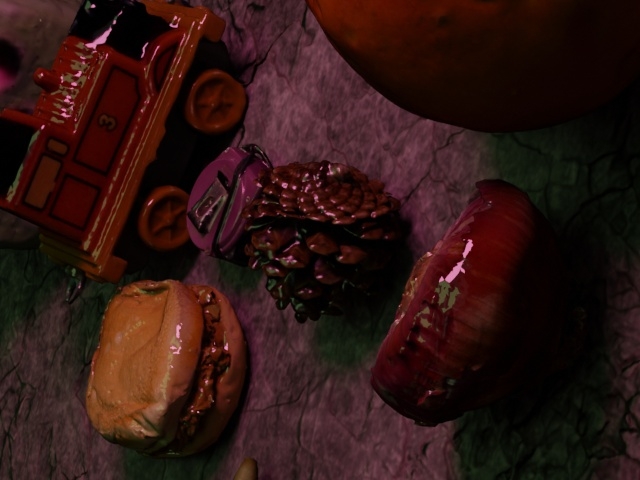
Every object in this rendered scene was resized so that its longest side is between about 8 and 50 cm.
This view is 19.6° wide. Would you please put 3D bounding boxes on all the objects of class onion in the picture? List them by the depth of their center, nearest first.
[{"bbox_3d":[0.147,0.066,1.588,0.230,0.163,0.230,-63,5,9],"label":"onion"}]

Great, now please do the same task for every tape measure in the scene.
[{"bbox_3d":[-0.089,-0.039,1.991,0.125,0.074,0.118,-60,38,14],"label":"tape measure"}]

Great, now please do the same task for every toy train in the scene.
[{"bbox_3d":[-0.242,-0.111,2.074,0.163,0.231,0.369,18,85,52],"label":"toy train"}]

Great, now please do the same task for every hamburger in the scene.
[{"bbox_3d":[-0.170,0.139,2.002,0.213,0.108,0.214,-23,59,45],"label":"hamburger"}]

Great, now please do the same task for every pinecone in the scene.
[{"bbox_3d":[0.000,0.000,1.807,0.173,0.173,0.174,-23,59,46],"label":"pinecone"}]

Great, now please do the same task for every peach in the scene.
[{"bbox_3d":[0.126,-0.253,1.560,0.343,0.301,0.343,171,90,-88],"label":"peach"}]

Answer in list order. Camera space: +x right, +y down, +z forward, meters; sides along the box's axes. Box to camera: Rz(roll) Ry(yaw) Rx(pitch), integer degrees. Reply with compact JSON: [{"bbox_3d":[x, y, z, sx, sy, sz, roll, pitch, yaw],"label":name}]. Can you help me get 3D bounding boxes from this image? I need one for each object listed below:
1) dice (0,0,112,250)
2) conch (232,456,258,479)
[{"bbox_3d":[-0.425,-0.193,2.281,0.330,0.318,0.322,-62,38,16],"label":"dice"},{"bbox_3d":[-0.080,0.322,1.847,0.201,0.079,0.095,-90,23,-48],"label":"conch"}]
